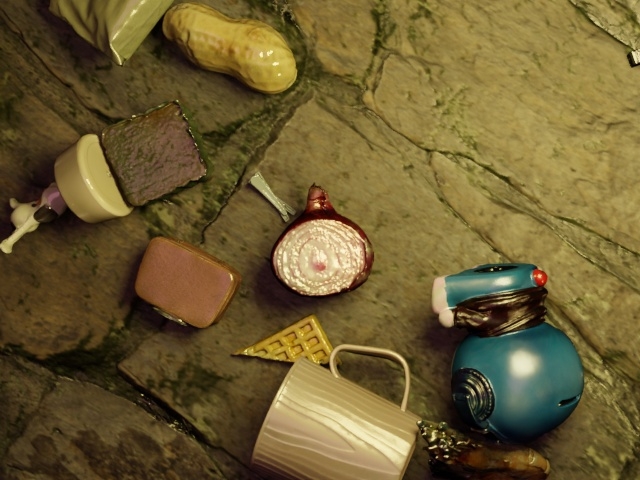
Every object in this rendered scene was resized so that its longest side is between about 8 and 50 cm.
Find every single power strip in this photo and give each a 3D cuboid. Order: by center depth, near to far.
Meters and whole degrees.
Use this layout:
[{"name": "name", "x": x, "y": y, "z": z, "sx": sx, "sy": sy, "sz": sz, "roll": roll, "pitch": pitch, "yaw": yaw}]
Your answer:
[{"name": "power strip", "x": 0.615, "y": -0.346, "z": 1.560, "sx": 0.111, "sy": 0.038, "sz": 0.029, "roll": -19, "pitch": 87, "yaw": 11}]

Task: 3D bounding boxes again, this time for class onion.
[{"name": "onion", "x": 0.000, "y": 0.000, "z": 1.626, "sx": 0.195, "sy": 0.140, "sz": 0.218, "roll": -8, "pitch": 88, "yaw": 7}]

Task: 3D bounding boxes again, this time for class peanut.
[{"name": "peanut", "x": -0.175, "y": -0.379, "z": 1.666, "sx": 0.290, "sy": 0.130, "sz": 0.130, "roll": 23, "pitch": 94, "yaw": 9}]

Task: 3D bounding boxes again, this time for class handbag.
[{"name": "handbag", "x": -0.381, "y": -0.526, "z": 1.694, "sx": 0.253, "sy": 0.109, "sz": 0.316, "roll": 37, "pitch": 93, "yaw": 26}, {"name": "handbag", "x": -0.269, "y": 0.086, "z": 1.711, "sx": 0.193, "sy": 0.072, "sz": 0.151, "roll": 28, "pitch": 95, "yaw": 8}]

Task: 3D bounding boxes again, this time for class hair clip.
[{"name": "hair clip", "x": -0.098, "y": -0.086, "z": 1.695, "sx": 0.115, "sy": 0.039, "sz": 0.030, "roll": 45, "pitch": 103, "yaw": 5}]

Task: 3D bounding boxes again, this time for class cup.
[{"name": "cup", "x": 0.042, "y": 0.341, "z": 1.600, "sx": 0.273, "sy": 0.208, "sz": 0.288, "roll": 23, "pitch": 59, "yaw": 10}]

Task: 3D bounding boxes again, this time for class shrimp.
[{"name": "shrimp", "x": 0.272, "y": 0.398, "z": 1.559, "sx": 0.289, "sy": 0.178, "sz": 0.075, "roll": 15, "pitch": 51, "yaw": -23}]

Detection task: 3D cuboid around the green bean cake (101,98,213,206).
[{"name": "green bean cake", "x": -0.320, "y": -0.171, "z": 1.707, "sx": 0.181, "sy": 0.094, "sz": 0.173, "roll": -24, "pitch": 87, "yaw": 7}]

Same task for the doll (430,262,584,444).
[{"name": "doll", "x": 0.333, "y": 0.200, "z": 1.512, "sx": 0.240, "sy": 0.284, "sz": 0.310, "roll": -6, "pitch": 94, "yaw": 53}]

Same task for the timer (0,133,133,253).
[{"name": "timer", "x": -0.527, "y": -0.081, "z": 1.724, "sx": 0.266, "sy": 0.175, "sz": 0.175, "roll": -23, "pitch": 86, "yaw": 18}]

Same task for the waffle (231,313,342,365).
[{"name": "waffle", "x": -0.069, "y": 0.235, "z": 1.696, "sx": 0.191, "sy": 0.032, "sz": 0.125, "roll": -30, "pitch": 88, "yaw": 12}]
